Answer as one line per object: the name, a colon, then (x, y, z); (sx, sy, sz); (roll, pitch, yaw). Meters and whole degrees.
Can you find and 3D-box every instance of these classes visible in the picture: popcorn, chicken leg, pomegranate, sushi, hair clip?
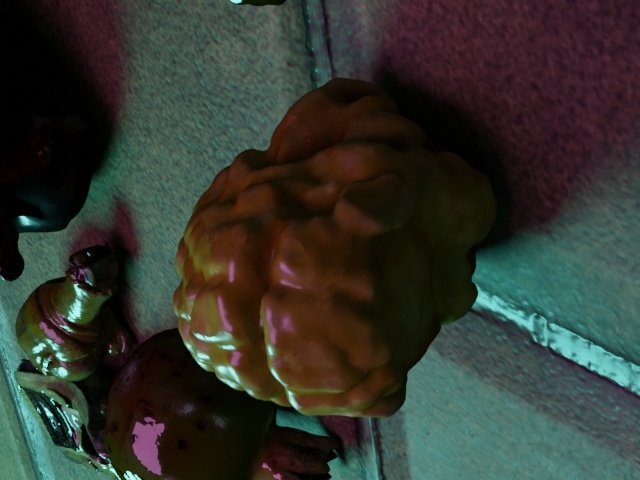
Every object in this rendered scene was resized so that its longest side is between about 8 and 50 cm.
popcorn: (0.000, 0.000, 0.922); (0.200, 0.226, 0.203); (16, 101, 24)
chicken leg: (-0.232, 0.074, 1.427); (0.228, 0.088, 0.103); (-40, 73, 53)
pomegranate: (-0.087, 0.158, 1.240); (0.205, 0.159, 0.159); (20, 140, 9)
sushi: (-0.307, -0.073, 1.304); (0.212, 0.215, 0.227); (48, 128, 7)
hair clip: (-0.212, 0.188, 1.492); (0.321, 0.091, 0.138); (22, 146, 60)

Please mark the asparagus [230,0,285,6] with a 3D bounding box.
asparagus: (-0.003, -0.236, 0.819); (0.080, 0.080, 0.287); (52, 152, 9)
